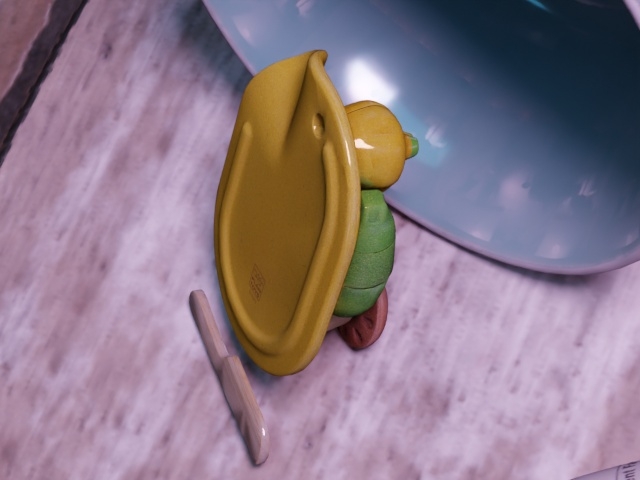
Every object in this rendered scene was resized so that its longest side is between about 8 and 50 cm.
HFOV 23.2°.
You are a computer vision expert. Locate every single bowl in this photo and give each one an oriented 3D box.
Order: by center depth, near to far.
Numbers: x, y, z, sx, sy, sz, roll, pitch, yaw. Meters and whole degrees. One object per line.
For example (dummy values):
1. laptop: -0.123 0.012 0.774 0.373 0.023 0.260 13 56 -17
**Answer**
1. bowl: 0.088 -0.148 0.762 0.312 0.311 0.163 31 64 30

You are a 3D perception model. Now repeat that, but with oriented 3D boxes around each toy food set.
1. toy food set: 0.000 0.000 0.823 0.128 0.071 0.218 59 143 38

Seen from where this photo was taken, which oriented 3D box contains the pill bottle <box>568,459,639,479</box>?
1. pill bottle: 0.160 0.158 0.676 0.229 0.131 0.131 -17 64 17
